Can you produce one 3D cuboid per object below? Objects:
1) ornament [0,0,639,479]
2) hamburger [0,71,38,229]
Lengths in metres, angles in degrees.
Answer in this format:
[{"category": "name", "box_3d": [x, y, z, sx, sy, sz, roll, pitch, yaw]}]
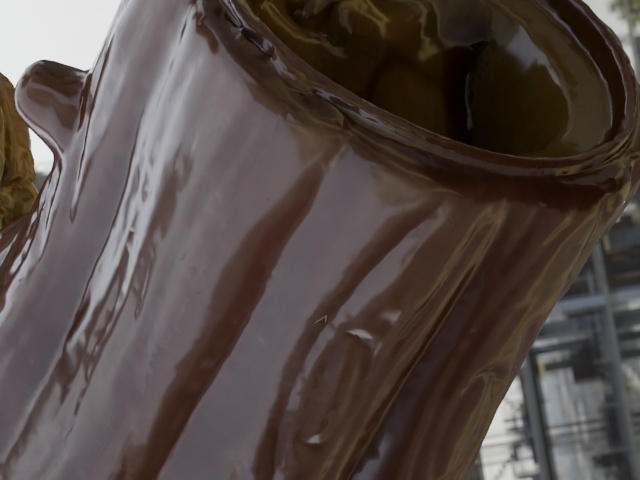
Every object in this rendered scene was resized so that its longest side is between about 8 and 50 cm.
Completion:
[{"category": "ornament", "box_3d": [0.000, 0.000, 0.525, 0.221, 0.235, 0.217, -29, -25, -49]}, {"category": "hamburger", "box_3d": [-0.312, -0.012, 0.796, 0.158, 0.319, 0.318, -21, -79, -76]}]
